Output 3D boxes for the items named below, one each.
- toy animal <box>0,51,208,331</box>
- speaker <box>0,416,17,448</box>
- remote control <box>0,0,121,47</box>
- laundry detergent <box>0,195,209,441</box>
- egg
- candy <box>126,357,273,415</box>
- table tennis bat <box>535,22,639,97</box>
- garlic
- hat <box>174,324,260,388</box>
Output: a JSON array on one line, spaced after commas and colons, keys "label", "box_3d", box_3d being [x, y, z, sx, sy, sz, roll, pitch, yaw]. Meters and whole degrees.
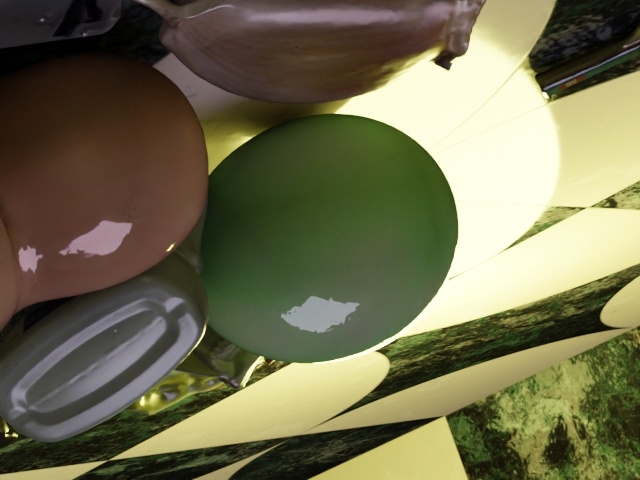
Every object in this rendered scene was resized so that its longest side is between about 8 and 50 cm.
[{"label": "toy animal", "box_3d": [-0.240, -0.018, 1.147, 0.326, 0.237, 0.269, -23, -177, 8]}, {"label": "speaker", "box_3d": [-0.457, 0.148, 1.488, 0.232, 0.184, 0.254, -27, 161, 26]}, {"label": "remote control", "box_3d": [-0.255, -0.135, 0.992, 0.313, 0.055, 0.109, -11, 163, -29]}, {"label": "laundry detergent", "box_3d": [-0.180, 0.025, 1.344, 0.215, 0.105, 0.280, -35, -155, 16]}, {"label": "egg", "box_3d": [0.000, 0.000, 1.437, 0.269, 0.220, 0.220, -28, 173, -39]}, {"label": "candy", "box_3d": [-0.159, 0.106, 1.820, 0.260, 0.118, 0.260, -17, 162, -6]}, {"label": "table tennis bat", "box_3d": [0.334, -0.203, 1.531, 0.274, 0.021, 0.154, -24, 164, 10]}, {"label": "garlic", "box_3d": [-0.038, -0.149, 1.093, 0.266, 0.128, 0.148, -10, 146, -22]}, {"label": "hat", "box_3d": [-0.152, 0.029, 1.538, 0.149, 0.214, 0.244, -53, 139, 4]}]
